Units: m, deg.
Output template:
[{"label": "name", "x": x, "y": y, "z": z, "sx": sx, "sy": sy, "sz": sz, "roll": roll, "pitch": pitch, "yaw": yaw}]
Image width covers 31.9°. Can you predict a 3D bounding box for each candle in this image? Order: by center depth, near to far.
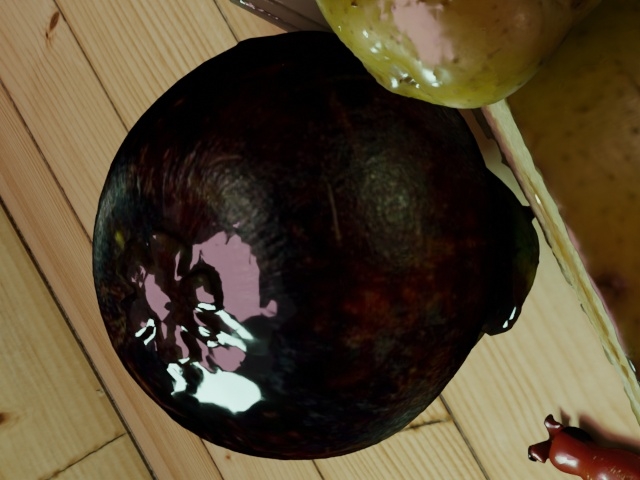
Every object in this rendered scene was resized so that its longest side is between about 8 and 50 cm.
[{"label": "candle", "x": 0.303, "y": 0.228, "z": 0.938, "sx": 0.329, "sy": 0.048, "sz": 0.051, "roll": 26, "pitch": 151, "yaw": 50}]

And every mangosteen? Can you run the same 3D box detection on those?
[{"label": "mangosteen", "x": -0.009, "y": 0.003, "z": 0.820, "sx": 0.330, "sy": 0.330, "sz": 0.330, "roll": 43, "pitch": 149, "yaw": 34}]

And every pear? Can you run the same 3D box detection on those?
[{"label": "pear", "x": 0.217, "y": -0.016, "z": 0.616, "sx": 0.386, "sy": 0.191, "sz": 0.340, "roll": 65, "pitch": -171, "yaw": 13}]

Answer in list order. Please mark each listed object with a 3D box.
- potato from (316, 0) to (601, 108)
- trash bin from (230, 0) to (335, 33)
[{"label": "potato", "x": 0.116, "y": -0.220, "z": 0.508, "sx": 0.195, "sy": 0.369, "sz": 0.176, "roll": 29, "pitch": 166, "yaw": 6}, {"label": "trash bin", "x": 0.038, "y": -0.254, "z": 0.795, "sx": 0.243, "sy": 0.121, "sz": 0.247, "roll": 28, "pitch": 146, "yaw": 2}]
